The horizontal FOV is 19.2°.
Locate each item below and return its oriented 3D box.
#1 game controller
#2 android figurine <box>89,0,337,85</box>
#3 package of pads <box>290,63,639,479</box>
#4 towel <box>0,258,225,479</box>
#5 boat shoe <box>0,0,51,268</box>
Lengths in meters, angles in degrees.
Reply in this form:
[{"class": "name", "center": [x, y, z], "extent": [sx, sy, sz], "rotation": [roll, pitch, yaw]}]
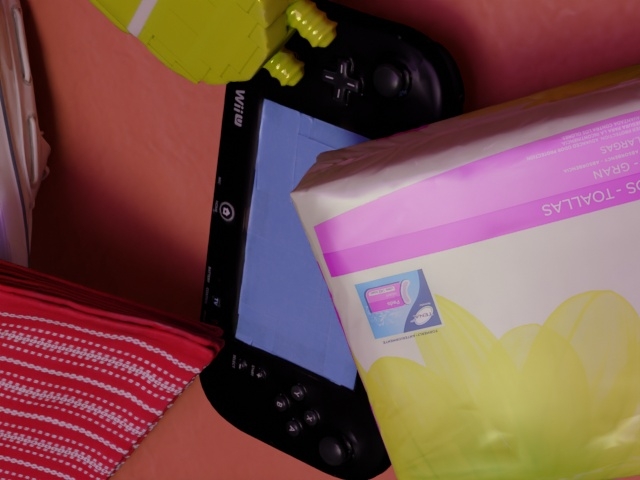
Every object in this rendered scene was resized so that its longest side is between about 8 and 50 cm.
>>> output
[{"class": "game controller", "center": [0.000, 0.000, 1.228], "extent": [0.166, 0.067, 0.319], "rotation": [18, 116, 21]}, {"class": "android figurine", "center": [-0.105, -0.196, 1.130], "extent": [0.273, 0.056, 0.248], "rotation": [41, 154, 0]}, {"class": "package of pads", "center": [0.159, 0.028, 1.095], "extent": [0.296, 0.101, 0.229], "rotation": [-15, 106, 19]}, {"class": "towel", "center": [-0.209, 0.112, 1.320], "extent": [0.199, 0.031, 0.275], "rotation": [19, 137, -21]}, {"class": "boat shoe", "center": [-0.225, -0.058, 1.314], "extent": [0.095, 0.084, 0.258], "rotation": [11, 111, 34]}]
